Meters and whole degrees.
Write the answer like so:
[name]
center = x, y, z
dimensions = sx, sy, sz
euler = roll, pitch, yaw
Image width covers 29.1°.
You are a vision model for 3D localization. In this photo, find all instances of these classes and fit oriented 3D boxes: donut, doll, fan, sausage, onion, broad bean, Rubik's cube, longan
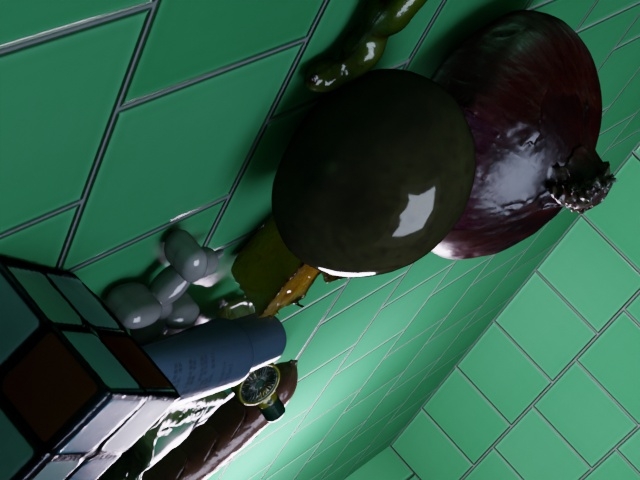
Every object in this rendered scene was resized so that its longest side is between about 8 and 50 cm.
[donut]
center = 0.005, -0.004, 1.620
dimensions = 0.259, 0.101, 0.152
euler = -19, 151, -53
[doll]
center = -0.178, 0.062, 1.432
dimensions = 0.161, 0.059, 0.160
euler = -44, 163, 3
[fan]
center = -0.099, 0.249, 2.040
dimensions = 0.082, 0.039, 0.155
euler = -38, 137, -14
[sausage]
center = -0.196, 0.355, 2.104
dimensions = 0.433, 0.088, 0.088
euler = -40, 164, -10
[onion]
center = 0.261, -0.116, 1.613
dimensions = 0.347, 0.285, 0.348
euler = -37, 146, -31
[broad bean]
center = 0.065, -0.230, 1.272
dimensions = 0.213, 0.048, 0.070
euler = -45, 165, 18
[Rubik's cube]
center = -0.273, 0.141, 1.186
dimensions = 0.167, 0.180, 0.183
euler = -45, 162, 6
[longan]
center = 0.062, -0.078, 1.378
dimensions = 0.246, 0.215, 0.246
euler = -52, 153, -40

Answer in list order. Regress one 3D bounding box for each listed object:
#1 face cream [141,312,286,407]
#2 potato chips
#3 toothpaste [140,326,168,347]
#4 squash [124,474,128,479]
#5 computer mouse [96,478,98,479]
[face cream]
center = -0.169, 0.152, 1.463
dimensions = 0.136, 0.086, 0.385
euler = -54, 160, 26
[potato chips]
center = -0.220, 0.262, 1.698
dimensions = 0.373, 0.097, 0.389
euler = -54, 179, 35
[toothpaste]
center = -0.214, 0.119, 1.577
dimensions = 0.083, 0.015, 0.024
euler = -38, 156, 0
[squash]
center = -0.360, 0.429, 1.932
dimensions = 0.258, 0.069, 0.069
euler = -46, 164, 13
[computer mouse]
center = -0.344, 0.283, 1.490
dimensions = 0.323, 0.116, 0.183
euler = -59, 173, 4
